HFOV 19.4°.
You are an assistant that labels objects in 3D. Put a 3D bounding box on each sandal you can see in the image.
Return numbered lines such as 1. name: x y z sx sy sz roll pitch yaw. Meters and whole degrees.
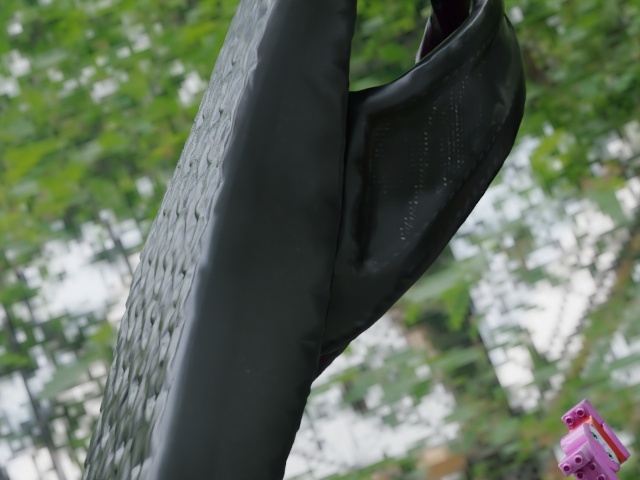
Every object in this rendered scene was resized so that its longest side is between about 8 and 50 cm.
1. sandal: -0.001 0.002 0.678 0.107 0.445 0.167 20 -27 -12

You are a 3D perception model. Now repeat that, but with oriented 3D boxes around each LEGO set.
1. LEGO set: 0.195 0.226 1.190 0.087 0.227 0.093 -40 -5 23
